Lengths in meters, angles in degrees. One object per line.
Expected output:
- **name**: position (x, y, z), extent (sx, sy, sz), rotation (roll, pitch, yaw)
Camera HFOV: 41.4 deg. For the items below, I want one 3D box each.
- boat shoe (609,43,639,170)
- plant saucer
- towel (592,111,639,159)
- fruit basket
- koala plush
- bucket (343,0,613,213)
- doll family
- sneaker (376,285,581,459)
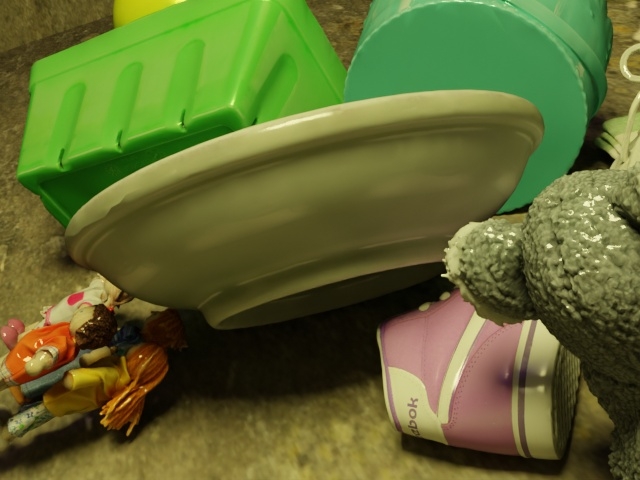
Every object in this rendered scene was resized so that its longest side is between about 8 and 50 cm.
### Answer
- **boat shoe**: position (0.342, -0.130, 0.737), extent (0.135, 0.157, 0.367), rotation (11, 37, 40)
- **plant saucer**: position (0.000, 0.000, 0.705), extent (0.400, 0.101, 0.400), rotation (-15, -10, -3)
- **towel**: position (0.420, -0.067, 0.792), extent (0.247, 0.038, 0.325), rotation (-13, 27, 6)
- **fruit basket**: position (-0.144, -0.187, 0.987), extent (0.392, 0.283, 0.392), rotation (-21, 40, 18)
- **koala plush**: position (0.197, 0.041, 0.483), extent (0.196, 0.221, 0.203), rotation (-18, 39, 50)
- **bucket**: position (0.162, -0.174, 0.884), extent (0.281, 0.281, 0.183), rotation (-3, 36, 23)
- **doll family**: position (-0.204, 0.107, 0.758), extent (0.163, 0.118, 0.263), rotation (-24, 11, -1)
- **sneaker**: position (0.131, 0.046, 0.677), extent (0.161, 0.102, 0.282), rotation (-3, 31, 30)
